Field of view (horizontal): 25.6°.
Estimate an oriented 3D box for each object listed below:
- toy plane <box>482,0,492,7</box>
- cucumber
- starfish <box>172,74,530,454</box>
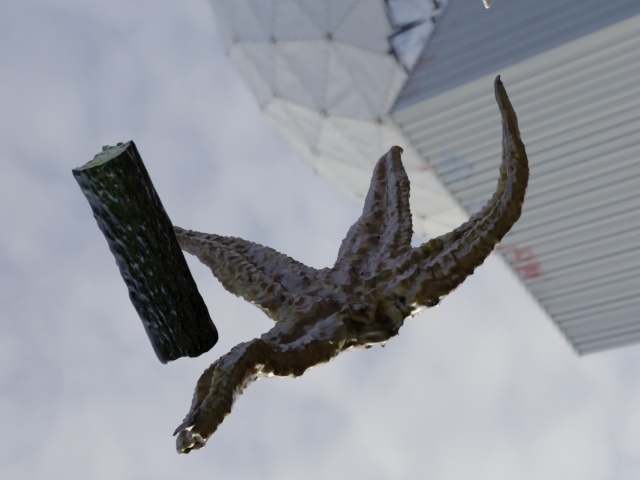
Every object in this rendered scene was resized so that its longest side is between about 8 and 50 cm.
[{"bbox_3d":[0.101,-0.255,0.826,0.082,0.160,0.234,-9,-68,-54],"label":"toy plane"},{"bbox_3d":[-0.134,0.011,1.098,0.058,0.058,0.187,-47,-55,-44],"label":"cucumber"},{"bbox_3d":[0.007,0.008,1.221,0.398,0.384,0.132,-33,-59,-8],"label":"starfish"}]
